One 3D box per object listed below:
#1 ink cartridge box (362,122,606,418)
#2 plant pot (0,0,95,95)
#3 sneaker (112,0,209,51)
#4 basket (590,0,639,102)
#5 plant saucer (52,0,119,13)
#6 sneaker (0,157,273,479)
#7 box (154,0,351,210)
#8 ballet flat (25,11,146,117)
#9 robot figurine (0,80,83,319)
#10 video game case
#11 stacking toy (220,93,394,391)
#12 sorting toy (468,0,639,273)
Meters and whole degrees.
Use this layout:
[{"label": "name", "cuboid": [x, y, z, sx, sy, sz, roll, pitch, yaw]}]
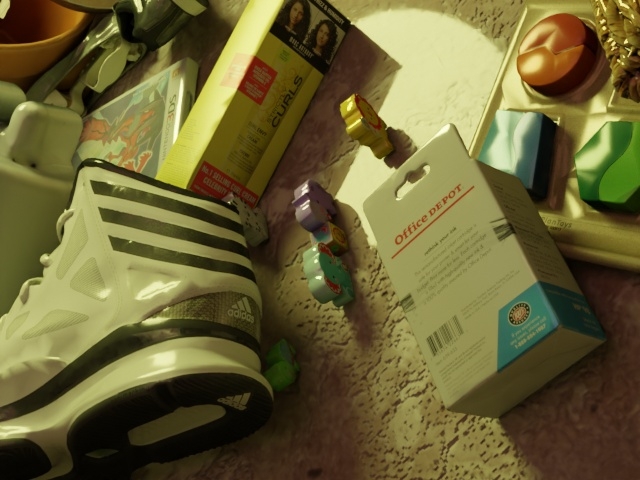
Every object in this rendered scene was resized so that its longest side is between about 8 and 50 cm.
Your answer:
[{"label": "ink cartridge box", "cuboid": [0.108, 0.019, 0.752, 0.104, 0.060, 0.180, -43, 51, 30]}, {"label": "plant pot", "cuboid": [-0.444, -0.282, 1.368, 0.203, 0.291, 0.290, 125, 149, -46]}, {"label": "sneaker", "cuboid": [-0.202, -0.284, 1.253, 0.106, 0.078, 0.234, -48, 32, 10]}, {"label": "basket", "cuboid": [0.301, -0.265, 0.728, 0.214, 0.223, 0.299, 0, 51, -3]}, {"label": "plant saucer", "cuboid": [-0.295, -0.334, 1.327, 0.029, 0.169, 0.168, 122, 149, -43]}, {"label": "sneaker", "cuboid": [-0.227, 0.087, 0.979, 0.448, 0.169, 0.257, -22, 54, 29]}, {"label": "box", "cuboid": [-0.063, -0.135, 1.034, 0.058, 0.087, 0.232, 19, 78, 49]}, {"label": "ballet flat", "cuboid": [-0.293, -0.188, 1.309, 0.213, 0.072, 0.068, -44, 47, 14]}, {"label": "robot figurine", "cuboid": [-0.371, 0.009, 1.134, 0.300, 0.200, 0.353, 25, 97, 12]}, {"label": "video game case", "cuboid": [-0.221, -0.094, 1.211, 0.201, 0.023, 0.183, -23, 50, 34]}, {"label": "stacking toy", "cuboid": [0.000, 0.000, 0.909, 0.167, 0.052, 0.221, -36, 45, 23]}, {"label": "sorting toy", "cuboid": [0.229, -0.087, 0.747, 0.307, 0.041, 0.229, 14, 75, 48]}]
